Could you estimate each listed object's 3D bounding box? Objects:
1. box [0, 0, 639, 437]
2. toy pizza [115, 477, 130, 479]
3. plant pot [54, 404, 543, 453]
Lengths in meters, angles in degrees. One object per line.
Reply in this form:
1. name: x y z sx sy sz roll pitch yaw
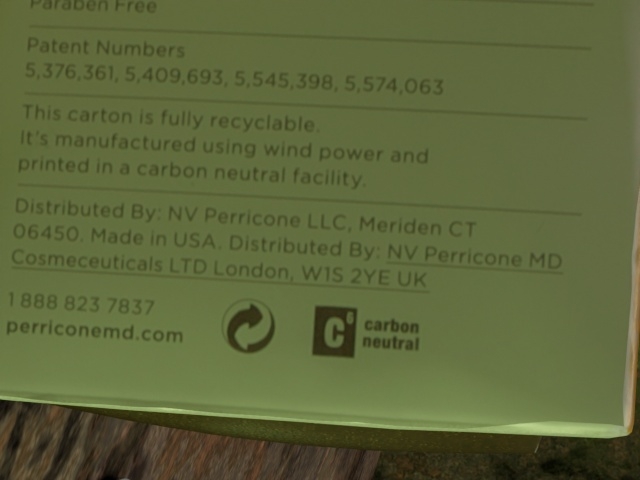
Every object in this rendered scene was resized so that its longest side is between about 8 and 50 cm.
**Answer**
1. box: 0.017 -0.122 0.569 0.215 0.168 0.345 21 73 -81
2. toy pizza: -0.141 0.236 1.139 0.201 0.032 0.201 19 90 -82
3. plant pot: 0.000 0.000 0.823 0.215 0.230 0.215 19 90 -81
